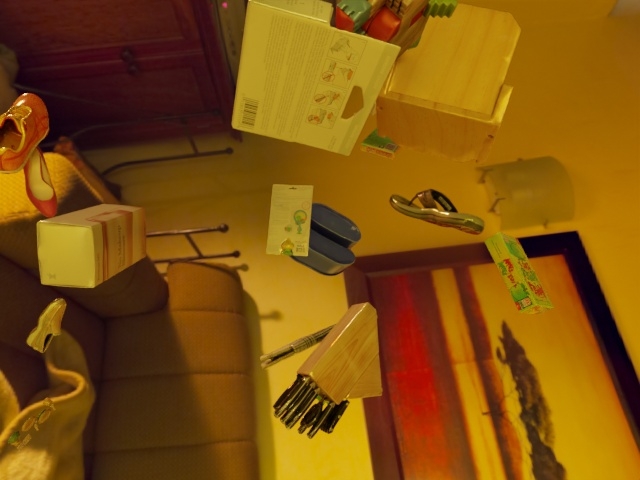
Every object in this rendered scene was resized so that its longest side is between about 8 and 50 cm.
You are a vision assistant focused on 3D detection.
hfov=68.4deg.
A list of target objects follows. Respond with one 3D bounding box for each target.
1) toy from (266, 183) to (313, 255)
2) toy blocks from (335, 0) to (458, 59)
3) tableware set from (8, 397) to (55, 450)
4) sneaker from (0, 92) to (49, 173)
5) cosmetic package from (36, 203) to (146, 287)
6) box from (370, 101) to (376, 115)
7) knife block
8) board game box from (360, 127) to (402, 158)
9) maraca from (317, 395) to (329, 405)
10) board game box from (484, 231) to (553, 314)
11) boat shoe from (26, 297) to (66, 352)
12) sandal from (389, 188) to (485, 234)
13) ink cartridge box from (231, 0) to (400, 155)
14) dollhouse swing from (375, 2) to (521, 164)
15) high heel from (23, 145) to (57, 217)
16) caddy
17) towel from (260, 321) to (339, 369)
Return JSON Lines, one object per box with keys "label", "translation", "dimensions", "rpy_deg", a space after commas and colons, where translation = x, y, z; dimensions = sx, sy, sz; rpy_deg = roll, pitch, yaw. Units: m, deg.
{"label": "toy", "translation": [-0.097, -0.064, 1.553], "dimensions": [0.056, 0.137, 0.237], "rpy_deg": [67, 27, -74]}
{"label": "toy blocks", "translation": [0.136, -0.478, 1.048], "dimensions": [0.191, 0.261, 0.381], "rpy_deg": [44, -5, 3]}
{"label": "tableware set", "translation": [-0.868, 0.547, 1.415], "dimensions": [0.154, 0.024, 0.104], "rpy_deg": [-60, 173, -42]}
{"label": "sneaker", "translation": [-0.477, -0.183, 0.751], "dimensions": [0.067, 0.064, 0.175], "rpy_deg": [121, -31, -45]}
{"label": "cosmetic package", "translation": [-0.559, 0.003, 1.187], "dimensions": [0.296, 0.129, 0.153], "rpy_deg": [-78, 173, -76]}
{"label": "box", "translation": [0.281, -0.628, 2.005], "dimensions": [0.090, 0.171, 0.130], "rpy_deg": [63, -4, 6]}
{"label": "knife block", "translation": [0.007, 0.277, 1.027], "dimensions": [0.088, 0.242, 0.275], "rpy_deg": [152, -62, -65]}
{"label": "board game box", "translation": [0.254, -0.378, 1.708], "dimensions": [0.259, 0.124, 0.039], "rpy_deg": [-51, 153, -42]}
{"label": "maraca", "translation": [0.022, 0.452, 1.550], "dimensions": [0.127, 0.099, 0.185], "rpy_deg": [-11, -109, 45]}
{"label": "board game box", "translation": [0.444, 0.074, 1.056], "dimensions": [0.043, 0.092, 0.181], "rpy_deg": [-39, -126, 34]}
{"label": "boat shoe", "translation": [-0.821, 0.263, 1.441], "dimensions": [0.190, 0.072, 0.068], "rpy_deg": [-54, 173, 17]}
{"label": "sandal", "translation": [0.301, -0.084, 1.201], "dimensions": [0.303, 0.120, 0.086], "rpy_deg": [22, -83, 55]}
{"label": "ink cartridge box", "translation": [-0.022, -0.280, 0.824], "dimensions": [0.275, 0.239, 0.060], "rpy_deg": [118, -20, -57]}
{"label": "dollhouse swing", "translation": [0.377, -0.459, 1.389], "dimensions": [0.315, 0.347, 0.304], "rpy_deg": [67, 43, -70]}
{"label": "high heel", "translation": [-0.888, -0.187, 1.496], "dimensions": [0.117, 0.082, 0.243], "rpy_deg": [11, -68, 48]}
{"label": "caddy", "translation": [0.000, 0.000, 1.945], "dimensions": [0.179, 0.342, 0.241], "rpy_deg": [-35, -148, 54]}
{"label": "towel", "translation": [-0.050, 0.378, 1.765], "dimensions": [0.324, 0.312, 0.056], "rpy_deg": [-41, -108, 51]}
